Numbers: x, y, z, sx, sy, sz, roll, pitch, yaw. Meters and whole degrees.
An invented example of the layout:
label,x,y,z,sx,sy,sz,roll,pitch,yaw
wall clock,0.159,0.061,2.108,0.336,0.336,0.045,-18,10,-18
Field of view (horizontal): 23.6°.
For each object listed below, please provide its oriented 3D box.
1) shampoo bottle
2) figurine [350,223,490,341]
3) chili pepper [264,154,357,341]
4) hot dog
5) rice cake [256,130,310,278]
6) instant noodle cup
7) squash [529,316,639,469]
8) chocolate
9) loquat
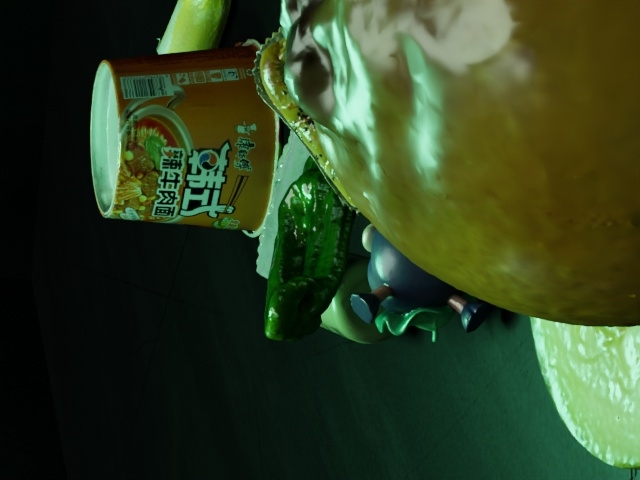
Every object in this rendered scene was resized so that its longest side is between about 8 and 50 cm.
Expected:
label,x,y,z,sx,sy,sz,roll,pitch,yaw
shampoo bottle,0.025,0.051,1.476,0.162,0.079,0.079,-164,74,-72
figurine,0.076,-0.013,1.272,0.102,0.112,0.195,76,-171,-79
chili pepper,-0.002,-0.004,1.407,0.100,0.074,0.257,-48,20,45
hot dog,0.023,-0.117,1.377,0.191,0.108,0.059,53,-173,3
rice cake,-0.027,-0.053,1.671,0.049,0.055,0.270,-81,8,-45
instant noodle cup,-0.173,-0.127,1.889,0.250,0.192,0.250,179,90,-71
squash,0.202,0.026,0.980,0.252,0.049,0.252,179,90,-73
chocolate,-0.153,-0.304,2.022,0.219,0.086,0.085,122,143,-53
loquat,0.141,-0.115,0.754,0.328,0.329,0.328,179,90,-72
